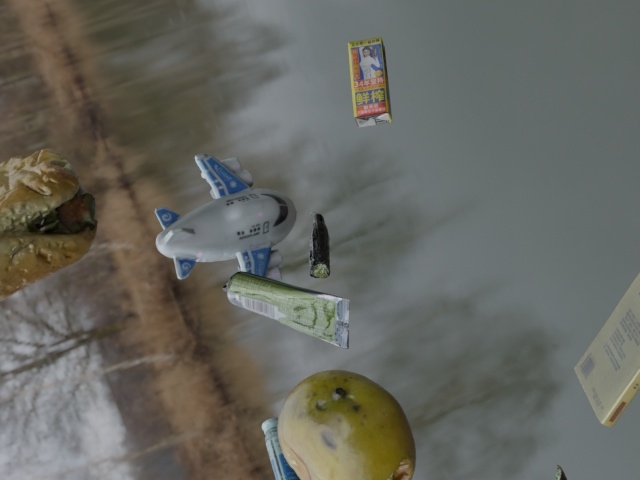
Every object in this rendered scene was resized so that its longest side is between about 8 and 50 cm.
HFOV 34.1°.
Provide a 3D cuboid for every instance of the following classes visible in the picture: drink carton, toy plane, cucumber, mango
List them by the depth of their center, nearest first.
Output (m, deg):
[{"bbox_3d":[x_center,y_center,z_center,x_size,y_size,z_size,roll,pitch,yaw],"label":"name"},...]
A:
[{"bbox_3d":[-0.158,-0.024,1.792,0.122,0.267,0.266,-34,76,59],"label":"toy plane"},{"bbox_3d":[0.000,0.000,1.822,0.043,0.039,0.163,-41,30,34],"label":"cucumber"},{"bbox_3d":[0.038,0.353,1.828,0.253,0.182,0.365,55,160,8],"label":"mango"},{"bbox_3d":[0.097,-0.308,2.035,0.056,0.071,0.165,60,-155,-70],"label":"drink carton"}]

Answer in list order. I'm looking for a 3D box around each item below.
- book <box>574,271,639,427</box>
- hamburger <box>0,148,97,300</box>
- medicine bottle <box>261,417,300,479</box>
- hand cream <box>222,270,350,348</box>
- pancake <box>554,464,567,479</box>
[{"bbox_3d":[0.476,0.152,1.595,0.161,0.026,0.231,-93,28,-64],"label":"book"},{"bbox_3d":[-0.449,-0.033,1.648,0.330,0.209,0.162,-95,-18,-67],"label":"hamburger"},{"bbox_3d":[-0.078,0.463,2.185,0.051,0.051,0.191,86,168,-52],"label":"medicine bottle"},{"bbox_3d":[-0.053,0.100,1.643,0.235,0.055,0.086,15,120,30],"label":"hand cream"},{"bbox_3d":[0.351,0.491,1.476,0.054,0.197,0.376,-49,32,41],"label":"pancake"}]
